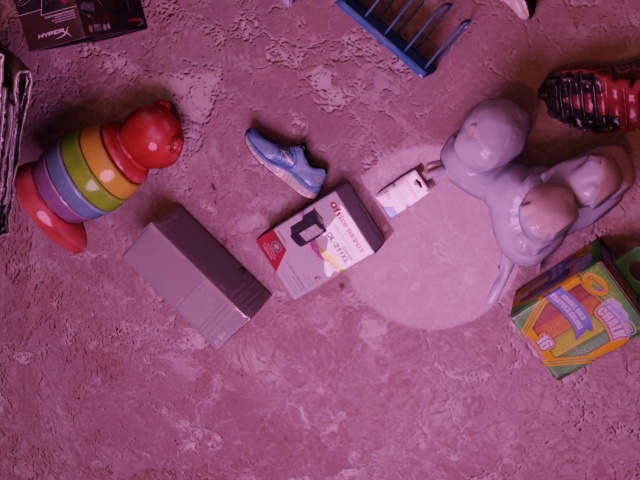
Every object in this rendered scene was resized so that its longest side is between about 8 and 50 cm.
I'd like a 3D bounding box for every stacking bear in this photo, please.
[{"bbox_3d":[-0.365,-0.133,1.562,0.289,0.164,0.175,-29,60,12],"label":"stacking bear"}]

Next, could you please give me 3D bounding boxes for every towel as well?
[{"bbox_3d":[-0.598,-0.207,1.579,0.324,0.056,0.312,38,120,44],"label":"towel"}]

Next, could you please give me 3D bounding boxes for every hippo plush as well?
[{"bbox_3d":[0.309,-0.102,1.364,0.237,0.234,0.294,52,157,16],"label":"hippo plush"}]

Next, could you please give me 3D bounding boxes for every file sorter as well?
[{"bbox_3d":[0.131,-0.342,1.364,0.170,0.118,0.104,42,111,2],"label":"file sorter"}]

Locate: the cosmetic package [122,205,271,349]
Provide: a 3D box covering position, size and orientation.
[{"bbox_3d":[-0.216,0.063,1.591,0.238,0.127,0.107,46,114,-2],"label":"cosmetic package"}]

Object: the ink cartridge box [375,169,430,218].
[{"bbox_3d":[0.138,-0.079,1.487,0.083,0.028,0.048,-33,94,24],"label":"ink cartridge box"}]

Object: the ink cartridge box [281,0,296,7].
[{"bbox_3d":[-0.052,-0.503,1.391,0.206,0.045,0.208,44,83,1],"label":"ink cartridge box"}]

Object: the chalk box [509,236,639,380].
[{"bbox_3d":[0.420,0.093,1.394,0.213,0.132,0.132,-37,93,24],"label":"chalk box"}]

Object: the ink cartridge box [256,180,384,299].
[{"bbox_3d":[0.000,0.000,1.531,0.175,0.072,0.127,-31,94,24],"label":"ink cartridge box"}]

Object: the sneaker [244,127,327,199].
[{"bbox_3d":[-0.057,-0.142,1.524,0.162,0.063,0.073,38,95,0],"label":"sneaker"}]

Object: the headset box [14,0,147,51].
[{"bbox_3d":[-0.407,-0.464,1.441,0.110,0.218,0.293,-9,103,19],"label":"headset box"}]

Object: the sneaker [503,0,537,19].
[{"bbox_3d":[0.260,-0.394,1.348,0.075,0.057,0.161,-26,99,39],"label":"sneaker"}]

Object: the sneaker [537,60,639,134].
[{"bbox_3d":[0.460,-0.214,1.311,0.276,0.135,0.098,11,124,39],"label":"sneaker"}]
